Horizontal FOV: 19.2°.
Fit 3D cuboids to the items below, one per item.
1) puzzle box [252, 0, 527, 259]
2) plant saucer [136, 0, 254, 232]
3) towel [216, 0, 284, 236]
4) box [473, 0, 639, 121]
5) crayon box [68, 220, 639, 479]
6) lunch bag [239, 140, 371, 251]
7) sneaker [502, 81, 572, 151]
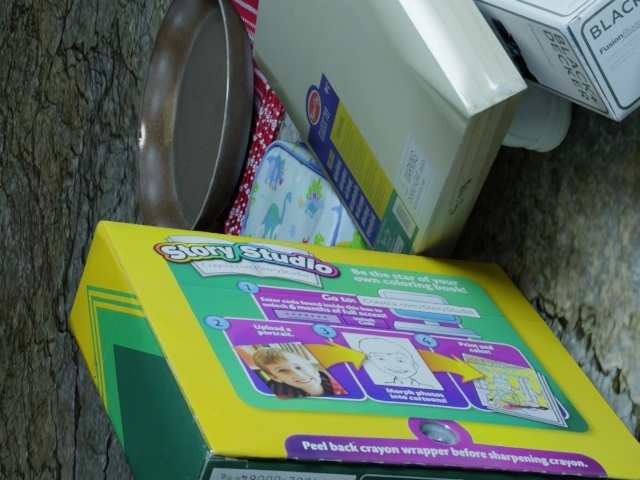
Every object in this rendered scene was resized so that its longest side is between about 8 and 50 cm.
[{"bbox_3d":[0.041,-0.139,1.533,0.272,0.052,0.409,59,166,14],"label":"puzzle box"},{"bbox_3d":[-0.138,-0.140,2.130,0.310,0.050,0.310,-174,90,-69],"label":"plant saucer"},{"bbox_3d":[-0.091,-0.157,2.122,0.199,0.031,0.274,-130,52,-58],"label":"towel"},{"bbox_3d":[0.184,-0.199,1.389,0.169,0.087,0.290,-38,28,-10],"label":"box"},{"bbox_3d":[0.026,0.118,1.422,0.313,0.363,0.106,56,133,54],"label":"crayon box"},{"bbox_3d":[0.000,0.000,1.822,0.219,0.090,0.176,36,116,62],"label":"lunch bag"},{"bbox_3d":[0.152,-0.180,1.552,0.080,0.094,0.212,143,129,-58],"label":"sneaker"}]
